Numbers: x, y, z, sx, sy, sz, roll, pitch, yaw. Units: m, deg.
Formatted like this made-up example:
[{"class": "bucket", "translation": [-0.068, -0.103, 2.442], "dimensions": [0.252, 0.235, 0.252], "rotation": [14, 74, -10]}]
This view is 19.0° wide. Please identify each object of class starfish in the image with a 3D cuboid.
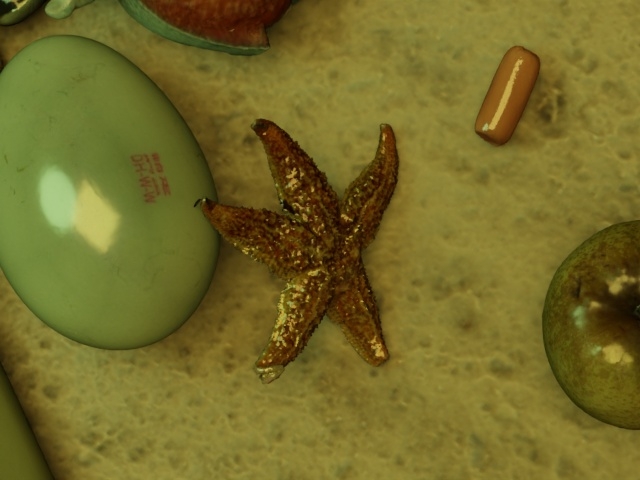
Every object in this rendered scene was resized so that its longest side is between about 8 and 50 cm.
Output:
[{"class": "starfish", "translation": [0.001, 0.000, 1.531], "dimensions": [0.043, 0.227, 0.240], "rotation": [3, 54, 46]}]

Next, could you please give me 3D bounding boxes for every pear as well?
[{"class": "pear", "translation": [0.254, 0.064, 1.489], "dimensions": [0.167, 0.136, 0.167], "rotation": [-5, 68, 13]}]

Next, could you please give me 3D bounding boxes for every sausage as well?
[{"class": "sausage", "translation": [0.153, -0.118, 1.564], "dimensions": [0.034, 0.034, 0.083], "rotation": [23, 88, 7]}]

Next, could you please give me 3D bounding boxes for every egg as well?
[{"class": "egg", "translation": [-0.179, -0.040, 1.522], "dimensions": [0.183, 0.183, 0.264], "rotation": [-23, 76, 5]}]

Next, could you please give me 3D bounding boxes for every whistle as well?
[{"class": "whistle", "translation": [-0.151, -0.228, 1.531], "dimensions": [0.346, 0.134, 0.142], "rotation": [6, 84, -14]}]

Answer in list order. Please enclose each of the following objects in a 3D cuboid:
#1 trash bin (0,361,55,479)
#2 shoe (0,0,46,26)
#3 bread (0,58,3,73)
[{"class": "trash bin", "translation": [-0.347, 0.156, 1.519], "dimensions": [0.243, 0.121, 0.247], "rotation": [-23, 84, -39]}, {"class": "shoe", "translation": [-0.322, -0.308, 1.578], "dimensions": [0.114, 0.137, 0.291], "rotation": [-42, 84, 3]}, {"class": "bread", "translation": [-0.374, -0.098, 1.572], "dimensions": [0.179, 0.133, 0.250], "rotation": [31, 89, 8]}]
